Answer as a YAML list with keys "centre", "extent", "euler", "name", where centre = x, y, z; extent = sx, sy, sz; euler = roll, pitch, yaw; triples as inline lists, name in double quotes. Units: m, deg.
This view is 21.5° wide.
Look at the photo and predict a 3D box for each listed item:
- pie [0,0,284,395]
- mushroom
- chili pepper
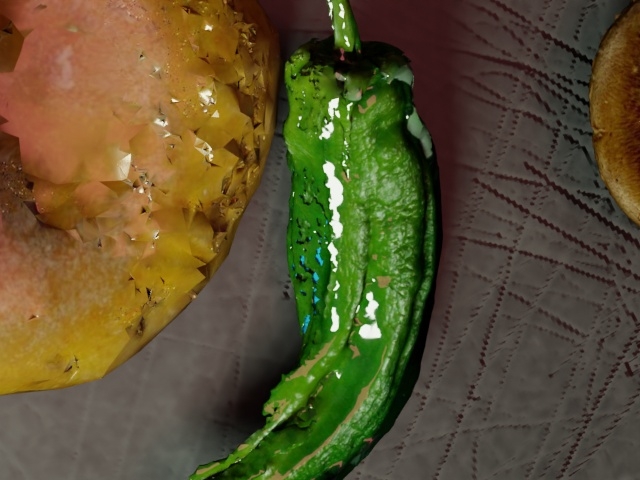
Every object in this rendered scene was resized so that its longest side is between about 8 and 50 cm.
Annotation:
- centre: [-0.146, -0.056, 0.696]
  extent: [0.273, 0.069, 0.273]
  euler: [-1, 95, -17]
  name: "pie"
- centre: [0.174, -0.059, 0.775]
  extent: [0.109, 0.085, 0.126]
  euler: [-3, 99, -50]
  name: "mushroom"
- centre: [0.000, 0.000, 0.736]
  extent: [0.122, 0.065, 0.278]
  euler: [-7, 110, -49]
  name: "chili pepper"
